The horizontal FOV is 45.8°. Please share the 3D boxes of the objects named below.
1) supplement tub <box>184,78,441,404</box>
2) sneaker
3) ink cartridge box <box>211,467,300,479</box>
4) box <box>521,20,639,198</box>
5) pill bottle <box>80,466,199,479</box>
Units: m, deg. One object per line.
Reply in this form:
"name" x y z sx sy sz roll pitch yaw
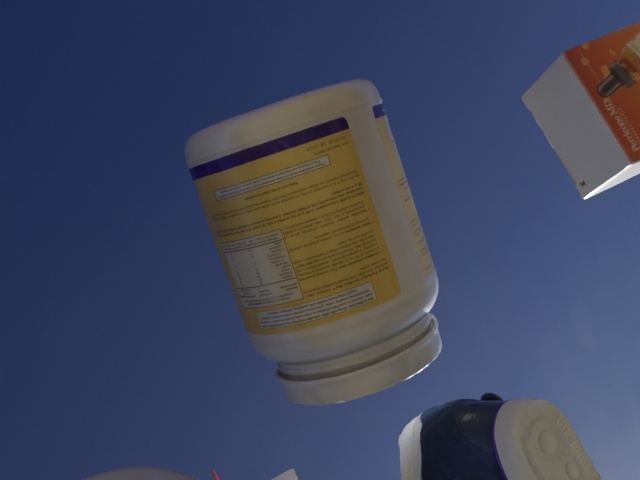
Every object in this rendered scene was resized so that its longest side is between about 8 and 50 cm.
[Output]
"supplement tub" 0.000 0.000 0.904 0.241 0.241 0.331 -22 -82 -28
"sneaker" 0.202 0.324 0.820 0.130 0.236 0.323 -24 -92 -39
"ink cartridge box" -0.045 0.516 1.234 0.130 0.272 0.309 -24 -41 -9
"box" 0.319 -0.141 0.768 0.170 0.091 0.130 -24 -102 -19
"pill bottle" -0.066 0.188 0.279 0.108 0.193 0.108 -7 -63 -15
